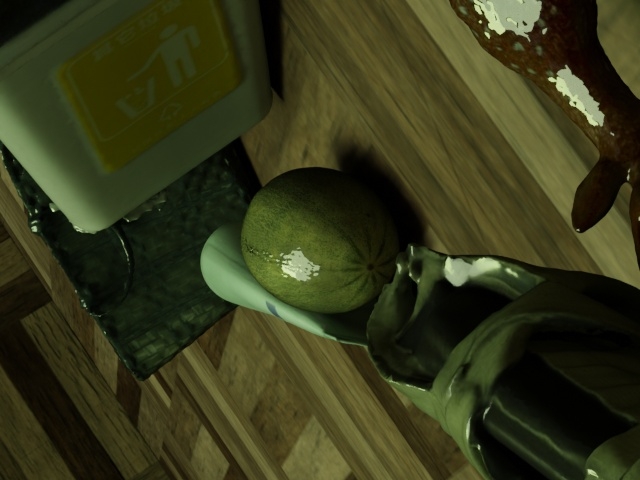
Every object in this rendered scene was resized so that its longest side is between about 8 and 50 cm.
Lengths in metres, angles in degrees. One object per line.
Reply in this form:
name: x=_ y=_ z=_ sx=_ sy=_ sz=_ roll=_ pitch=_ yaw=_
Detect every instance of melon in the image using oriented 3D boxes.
melon: x=0.000 y=0.000 z=1.238 sx=0.098 sy=0.098 sz=0.131 roll=64 pitch=164 yaw=-22

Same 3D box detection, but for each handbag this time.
handbag: x=0.173 y=0.101 z=0.737 sx=0.253 sy=0.109 sz=0.316 roll=25 pitch=-173 yaw=-33
handbag: x=-0.142 y=-0.020 z=1.510 sx=0.089 sy=0.175 sz=0.270 roll=38 pitch=158 yaw=55

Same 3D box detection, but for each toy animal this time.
toy animal: x=0.091 y=-0.105 z=0.744 sx=0.260 sy=0.087 sz=0.243 roll=46 pitch=164 yaw=48

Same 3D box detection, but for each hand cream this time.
hand cream: x=-0.005 y=0.040 z=1.367 sx=0.321 sy=0.109 sz=0.067 roll=22 pitch=100 yaw=64

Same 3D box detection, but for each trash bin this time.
trash bin: x=-0.179 y=-0.192 z=1.189 sx=0.296 sy=0.256 sz=0.367 roll=50 pitch=172 yaw=22
